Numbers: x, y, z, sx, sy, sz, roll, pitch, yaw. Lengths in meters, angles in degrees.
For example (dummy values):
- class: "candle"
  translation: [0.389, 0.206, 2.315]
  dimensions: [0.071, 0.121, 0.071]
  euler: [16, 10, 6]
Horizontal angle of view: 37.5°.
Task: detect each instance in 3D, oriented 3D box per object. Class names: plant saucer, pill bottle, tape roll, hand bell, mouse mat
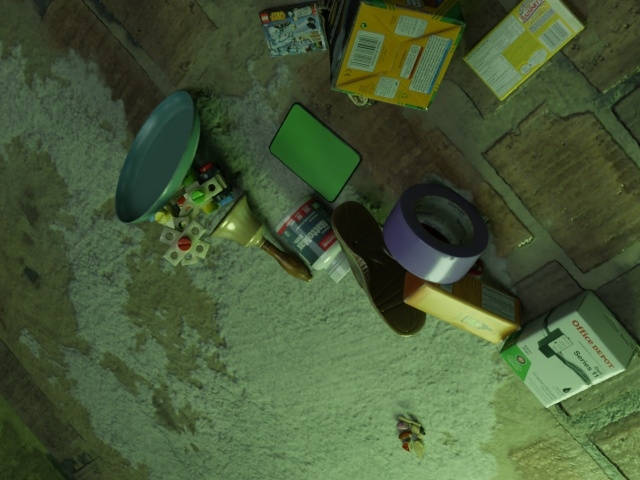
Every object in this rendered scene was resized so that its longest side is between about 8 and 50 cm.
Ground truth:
- class: "plant saucer"
  translation: [-0.351, -0.176, 2.063]
  dimensions: [0.043, 0.318, 0.317]
  euler: [25, 142, -31]
- class: "pill bottle"
  translation: [0.000, 0.000, 2.017]
  dimensions: [0.180, 0.108, 0.108]
  euler: [44, 132, 3]
- class: "tape roll"
  translation: [0.220, -0.015, 1.802]
  dimensions: [0.189, 0.189, 0.080]
  euler: [39, 133, 9]
- class: "hand bell"
  translation: [-0.118, 0.015, 2.132]
  dimensions: [0.242, 0.126, 0.126]
  euler: [38, 133, -8]
- class: "mouse mat"
  translation: [-0.014, -0.183, 1.984]
  dimensions: [0.189, 0.007, 0.152]
  euler: [40, 132, 6]

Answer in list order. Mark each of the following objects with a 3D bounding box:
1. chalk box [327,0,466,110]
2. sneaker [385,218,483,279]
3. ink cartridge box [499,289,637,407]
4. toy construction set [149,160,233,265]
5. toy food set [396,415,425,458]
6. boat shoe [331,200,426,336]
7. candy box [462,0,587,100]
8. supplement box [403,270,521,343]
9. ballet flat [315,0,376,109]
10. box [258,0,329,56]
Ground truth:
- class: "chalk box"
  translation: [0.120, -0.389, 1.620]
  dimensions: [0.179, 0.289, 0.180]
  euler: [11, 132, -11]
- class: "sneaker"
  translation: [0.210, 0.050, 1.919]
  dimensions: [0.221, 0.087, 0.128]
  euler: [34, 130, 14]
- class: "ink cartridge box"
  translation: [0.480, 0.212, 1.830]
  dimensions: [0.153, 0.087, 0.208]
  euler: [49, 132, -1]
- class: "toy construction set"
  translation: [-0.293, -0.074, 2.070]
  dimensions: [0.215, 0.328, 0.151]
  euler: [-32, 114, -1]
- class: "toy food set"
  translation: [0.212, 0.456, 2.210]
  dimensions: [0.078, 0.019, 0.122]
  euler: [19, 134, 25]
- class: "boat shoe"
  translation: [0.118, 0.058, 1.932]
  dimensions: [0.302, 0.109, 0.098]
  euler: [58, 175, 3]
- class: "candy box"
  translation: [0.349, -0.342, 1.624]
  dimensions: [0.105, 0.027, 0.206]
  euler: [50, 132, 2]
- class: "supplement box"
  translation: [0.280, 0.119, 1.851]
  dimensions: [0.233, 0.080, 0.078]
  euler: [27, 137, -18]
- class: "ballet flat"
  translation: [0.045, -0.364, 1.798]
  dimensions: [0.084, 0.058, 0.250]
  euler: [-3, 115, 36]
- class: "box"
  translation: [-0.050, -0.416, 1.853]
  dimensions: [0.137, 0.027, 0.094]
  euler: [1, 119, 34]
